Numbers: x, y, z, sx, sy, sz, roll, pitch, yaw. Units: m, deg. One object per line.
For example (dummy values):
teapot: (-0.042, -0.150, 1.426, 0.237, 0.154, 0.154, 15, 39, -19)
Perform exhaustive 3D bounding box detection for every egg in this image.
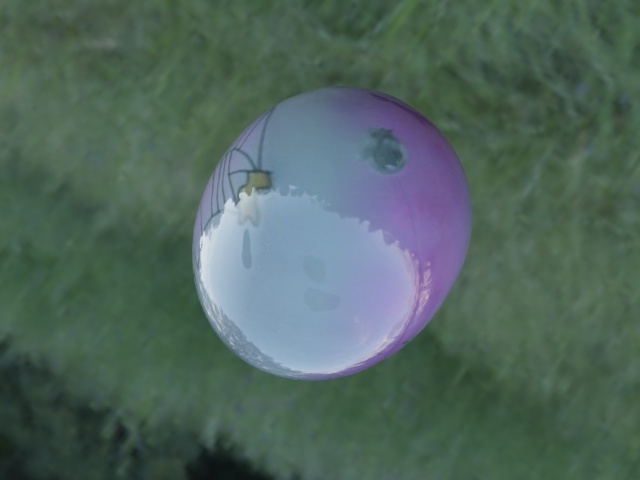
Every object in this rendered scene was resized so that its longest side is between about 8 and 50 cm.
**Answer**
egg: (0.000, 0.000, 1.210, 0.196, 0.196, 0.271, 40, 153, -11)
